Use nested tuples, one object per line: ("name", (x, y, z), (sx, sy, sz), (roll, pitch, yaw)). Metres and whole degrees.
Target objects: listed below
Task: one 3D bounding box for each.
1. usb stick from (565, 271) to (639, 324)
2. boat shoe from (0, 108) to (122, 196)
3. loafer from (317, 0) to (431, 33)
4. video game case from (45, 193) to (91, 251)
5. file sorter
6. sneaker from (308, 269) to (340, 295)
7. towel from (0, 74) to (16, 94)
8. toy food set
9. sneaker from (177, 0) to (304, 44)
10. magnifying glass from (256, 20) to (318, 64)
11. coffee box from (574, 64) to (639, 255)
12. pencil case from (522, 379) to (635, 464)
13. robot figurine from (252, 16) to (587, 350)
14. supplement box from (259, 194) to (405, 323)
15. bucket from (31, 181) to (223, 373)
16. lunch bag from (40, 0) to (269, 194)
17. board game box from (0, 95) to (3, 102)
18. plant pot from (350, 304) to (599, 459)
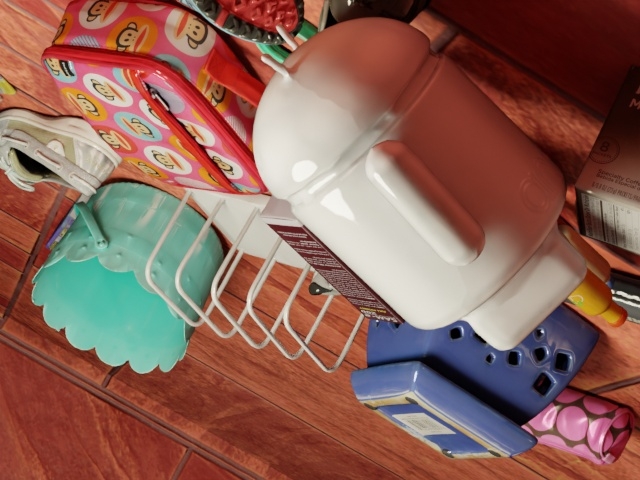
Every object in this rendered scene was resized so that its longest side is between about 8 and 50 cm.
("usb stick", (0.380, 0.076, 1.771), (0.278, 0.045, 0.077), (17, 157, 28))
("boat shoe", (-0.421, -0.124, 2.270), (0.320, 0.103, 0.118), (9, 153, 44))
("loafer", (0.044, -0.216, 1.425), (0.096, 0.084, 0.267), (30, 161, 1))
("video game case", (-0.339, 0.024, 2.601), (0.244, 0.061, 0.269), (31, 161, -11))
("file sorter", (-0.084, 0.051, 2.154), (0.277, 0.173, 0.193), (15, 156, 35))
("sneaker", (0.000, 0.000, 1.965), (0.228, 0.132, 0.086), (34, 160, -18))
("towel", (-0.488, -0.241, 2.206), (0.060, 0.009, 0.083), (12, 156, 40))
("toy food set", (0.255, 0.038, 1.743), (0.104, 0.111, 0.232), (39, 156, -28))
("sneaker", (-0.128, -0.286, 1.508), (0.262, 0.104, 0.125), (34, 178, -5))
("magnifying glass", (-0.015, -0.181, 1.689), (0.092, 0.026, 0.231), (19, 160, 24))
("coffee box", (0.368, -0.044, 1.339), (0.246, 0.141, 0.098), (21, 160, 23))
("pencil case", (0.352, 0.266, 2.217), (0.209, 0.098, 0.095), (14, 156, 34))
("robot figurine", (0.081, -0.061, 1.369), (0.353, 0.200, 0.300), (43, -175, -11))
("supplement box", (0.043, -0.013, 1.879), (0.073, 0.130, 0.239), (6, 150, 46))
("bucket", (-0.295, 0.054, 2.344), (0.281, 0.183, 0.281), (16, 143, 12))
("lunch bag", (-0.164, -0.169, 1.802), (0.258, 0.120, 0.293), (10, 156, 33))
("board game box", (-0.664, -0.164, 2.307), (0.291, 0.232, 0.141), (3, 149, 50))
("plant pot", (0.188, 0.160, 1.998), (0.236, 0.212, 0.236), (33, 160, -16))
